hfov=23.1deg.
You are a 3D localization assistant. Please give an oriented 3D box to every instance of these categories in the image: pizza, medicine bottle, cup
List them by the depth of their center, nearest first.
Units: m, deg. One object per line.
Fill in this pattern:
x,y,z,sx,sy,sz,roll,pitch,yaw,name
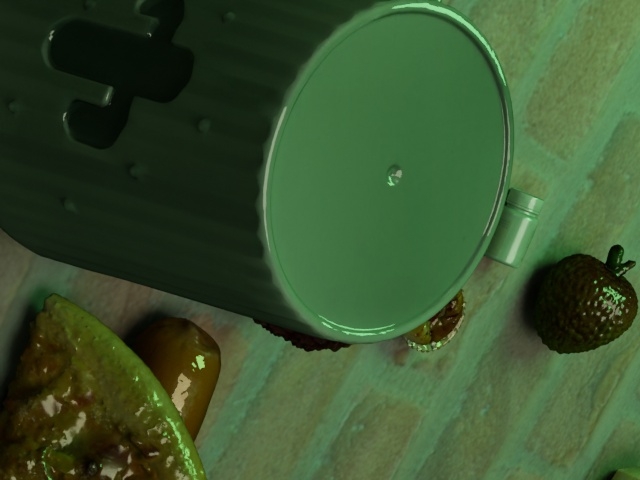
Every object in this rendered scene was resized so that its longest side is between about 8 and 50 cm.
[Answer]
-0.071,-0.134,1.253,0.310,0.392,0.400,-12,111,-41,cup
-0.185,0.216,1.423,0.258,0.087,0.268,23,92,-3,pizza
0.216,-0.014,1.747,0.047,0.047,0.083,18,97,-42,medicine bottle

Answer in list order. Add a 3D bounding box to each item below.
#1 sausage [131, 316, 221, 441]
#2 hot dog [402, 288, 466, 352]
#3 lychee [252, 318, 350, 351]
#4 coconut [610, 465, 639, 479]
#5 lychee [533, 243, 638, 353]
-0.169,0.187,1.503,0.098,0.098,0.238,24,94,-42,sausage
0.100,0.046,1.679,0.099,0.053,0.192,-40,126,-13,hot dog
0.000,0.000,1.508,0.188,0.188,0.188,-16,118,-32,lychee
0.425,0.360,2.016,0.152,0.147,0.147,-52,132,-4,coconut
0.310,0.069,1.818,0.114,0.114,0.146,29,108,-42,lychee
